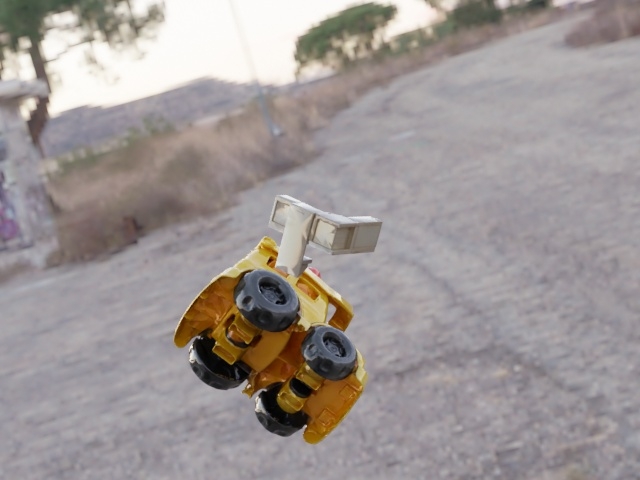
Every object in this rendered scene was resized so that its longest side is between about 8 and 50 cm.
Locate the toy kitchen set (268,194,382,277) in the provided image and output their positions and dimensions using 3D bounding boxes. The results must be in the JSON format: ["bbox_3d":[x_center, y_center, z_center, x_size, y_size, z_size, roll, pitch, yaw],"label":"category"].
[{"bbox_3d":[0.000,0.000,1.360,0.083,0.068,0.075,25,17,34],"label":"toy kitchen set"}]

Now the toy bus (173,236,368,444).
[{"bbox_3d":[-0.033,0.105,1.653,0.149,0.220,0.211,-52,-1,33],"label":"toy bus"}]
